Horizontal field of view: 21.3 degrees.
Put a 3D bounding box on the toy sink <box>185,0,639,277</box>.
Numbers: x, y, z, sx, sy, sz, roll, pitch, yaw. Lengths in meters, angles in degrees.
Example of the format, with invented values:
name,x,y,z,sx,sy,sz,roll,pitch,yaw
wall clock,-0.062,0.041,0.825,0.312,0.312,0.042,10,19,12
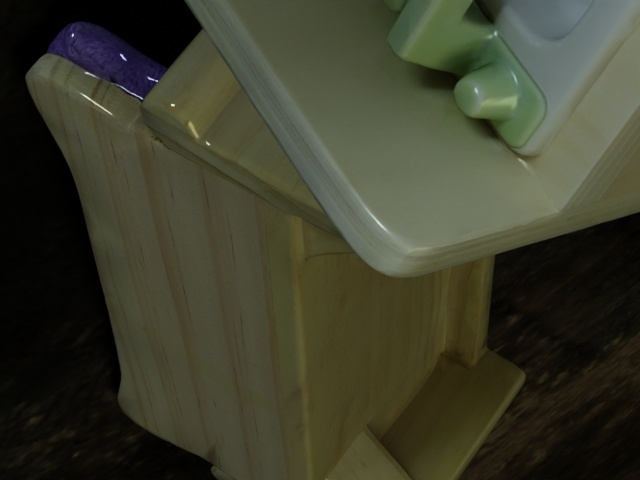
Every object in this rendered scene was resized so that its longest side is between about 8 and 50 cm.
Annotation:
name,x,y,z,sx,sy,sz,roll,pitch,yaw
toy sink,0.092,-0.107,0.532,0.234,0.153,0.131,-14,150,-36

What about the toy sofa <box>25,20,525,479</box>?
name,x,y,z,sx,sy,sz,roll,pitch,yaw
toy sofa,0.000,0.000,0.798,0.150,0.177,0.362,-52,160,-25
